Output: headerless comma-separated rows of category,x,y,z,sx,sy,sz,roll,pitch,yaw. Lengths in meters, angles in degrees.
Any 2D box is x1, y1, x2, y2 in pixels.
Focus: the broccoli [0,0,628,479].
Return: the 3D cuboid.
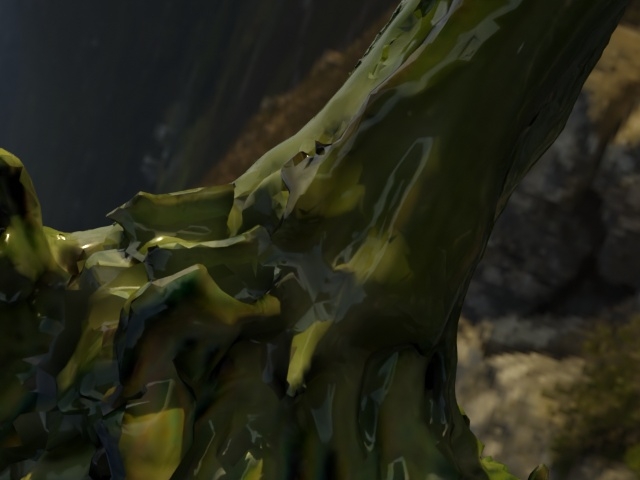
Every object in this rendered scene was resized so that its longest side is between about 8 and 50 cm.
broccoli,-0.019,0.000,0.476,0.177,0.199,0.274,-143,64,-79
